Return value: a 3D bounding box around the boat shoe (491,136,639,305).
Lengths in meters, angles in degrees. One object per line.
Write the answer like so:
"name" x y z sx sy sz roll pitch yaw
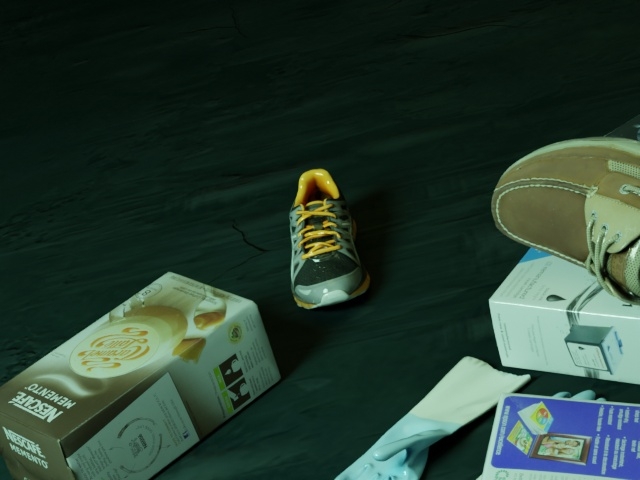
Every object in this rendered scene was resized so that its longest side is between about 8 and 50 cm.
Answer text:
"boat shoe" 0.281 -0.008 1.449 0.324 0.123 0.116 9 39 38

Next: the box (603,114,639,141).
"box" 0.398 -0.083 1.682 0.180 0.078 0.147 -30 44 -13

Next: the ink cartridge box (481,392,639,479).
"ink cartridge box" 0.231 0.204 1.331 0.208 0.045 0.206 2 33 14

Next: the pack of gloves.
"pack of gloves" 0.130 0.173 1.454 0.195 0.046 0.232 11 39 42

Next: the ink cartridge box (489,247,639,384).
"ink cartridge box" 0.274 0.059 1.542 0.190 0.082 0.139 4 34 34

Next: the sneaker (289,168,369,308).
"sneaker" 0.000 0.000 1.792 0.084 0.083 0.215 -14 30 2

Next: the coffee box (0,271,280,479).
"coffee box" -0.181 0.144 1.612 0.246 0.098 0.141 -36 33 -32
